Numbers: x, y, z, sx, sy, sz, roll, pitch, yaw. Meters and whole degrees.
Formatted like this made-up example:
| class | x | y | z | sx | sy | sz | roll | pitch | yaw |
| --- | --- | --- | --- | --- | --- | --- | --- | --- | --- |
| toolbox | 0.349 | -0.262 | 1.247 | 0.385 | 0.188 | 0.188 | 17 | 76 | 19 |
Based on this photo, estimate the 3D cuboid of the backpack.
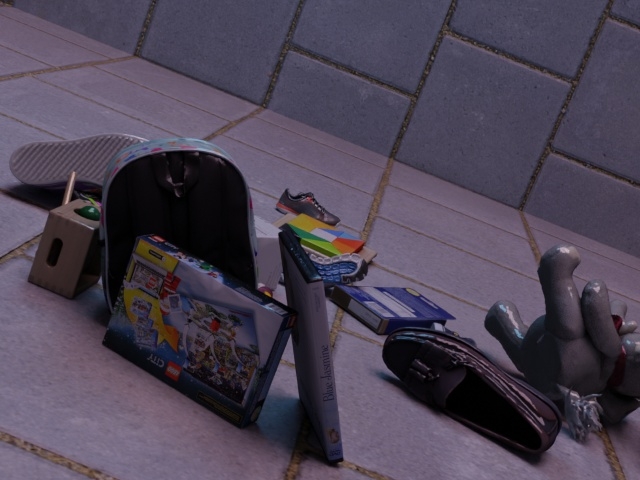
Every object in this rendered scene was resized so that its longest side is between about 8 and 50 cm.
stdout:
| class | x | y | z | sx | sy | sz | roll | pitch | yaw |
| --- | --- | --- | --- | --- | --- | --- | --- | --- | --- |
| backpack | -0.201 | -0.018 | 1.468 | 0.225 | 0.254 | 0.191 | -6 | 20 | -9 |

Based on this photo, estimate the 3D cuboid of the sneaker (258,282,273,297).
| class | x | y | z | sx | sy | sz | roll | pitch | yaw |
| --- | --- | --- | --- | --- | --- | --- | --- | --- | --- |
| sneaker | -0.095 | 0.125 | 1.591 | 0.083 | 0.070 | 0.185 | 31 | 22 | 6 |

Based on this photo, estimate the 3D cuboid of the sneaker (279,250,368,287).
| class | x | y | z | sx | sy | sz | roll | pitch | yaw |
| --- | --- | --- | --- | --- | --- | --- | --- | --- | --- |
| sneaker | -0.012 | 0.063 | 1.955 | 0.190 | 0.071 | 0.083 | 6 | -21 | -15 |

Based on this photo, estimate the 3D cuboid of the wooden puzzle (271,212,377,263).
| class | x | y | z | sx | sy | sz | roll | pitch | yaw |
| --- | --- | --- | --- | --- | --- | --- | --- | --- | --- |
| wooden puzzle | 0.000 | 0.000 | 2.215 | 0.220 | 0.044 | 0.238 | 24 | 14 | 11 |

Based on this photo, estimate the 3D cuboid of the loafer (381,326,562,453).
| class | x | y | z | sx | sy | sz | roll | pitch | yaw |
| --- | --- | --- | --- | --- | --- | --- | --- | --- | --- |
| loafer | 0.226 | 0.228 | 1.598 | 0.302 | 0.109 | 0.095 | 28 | 19 | 11 |

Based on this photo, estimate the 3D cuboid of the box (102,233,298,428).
| class | x | y | z | sx | sy | sz | roll | pitch | yaw |
| --- | --- | --- | --- | --- | --- | --- | --- | --- | --- |
| box | -0.158 | 0.112 | 1.335 | 0.233 | 0.159 | 0.044 | 28 | 17 | 21 |

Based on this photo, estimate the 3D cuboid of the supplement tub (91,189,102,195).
| class | x | y | z | sx | sy | sz | roll | pitch | yaw |
| --- | --- | --- | --- | --- | --- | --- | --- | --- | --- |
| supplement tub | -0.374 | -0.137 | 2.023 | 0.117 | 0.117 | 0.190 | 30 | 16 | 31 |

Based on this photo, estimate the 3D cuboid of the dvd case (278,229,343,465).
| class | x | y | z | sx | sy | sz | roll | pitch | yaw |
| --- | --- | --- | --- | --- | --- | --- | --- | --- | --- |
| dvd case | -0.014 | 0.132 | 1.330 | 0.022 | 0.253 | 0.180 | -11 | 22 | -11 |

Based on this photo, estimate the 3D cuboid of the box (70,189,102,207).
| class | x | y | z | sx | sy | sz | roll | pitch | yaw |
| --- | --- | --- | --- | --- | --- | --- | --- | --- | --- |
| box | -0.395 | -0.047 | 1.794 | 0.062 | 0.052 | 0.083 | 8 | 18 | -41 |

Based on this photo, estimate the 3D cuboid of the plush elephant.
| class | x | y | z | sx | sy | sz | roll | pitch | yaw |
| --- | --- | --- | --- | --- | --- | --- | --- | --- | --- |
| plush elephant | 0.493 | 0.187 | 1.833 | 0.255 | 0.272 | 0.330 | -1 | 52 | -25 |

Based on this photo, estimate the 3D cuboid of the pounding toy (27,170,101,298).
| class | x | y | z | sx | sy | sz | roll | pitch | yaw |
| --- | --- | --- | --- | --- | --- | --- | --- | --- | --- |
| pounding toy | -0.363 | -0.011 | 1.526 | 0.100 | 0.141 | 0.130 | 22 | 14 | 4 |

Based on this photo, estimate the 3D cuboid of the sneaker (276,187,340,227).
| class | x | y | z | sx | sy | sz | roll | pitch | yaw |
| --- | --- | --- | --- | --- | --- | --- | --- | --- | --- |
| sneaker | -0.021 | -0.076 | 2.421 | 0.157 | 0.065 | 0.061 | 19 | 14 | -11 |

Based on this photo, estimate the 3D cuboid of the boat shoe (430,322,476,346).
| class | x | y | z | sx | sy | sz | roll | pitch | yaw |
| --- | --- | --- | --- | --- | --- | --- | --- | --- | --- |
| boat shoe | 0.228 | 0.192 | 1.799 | 0.083 | 0.065 | 0.183 | 20 | 13 | 1 |

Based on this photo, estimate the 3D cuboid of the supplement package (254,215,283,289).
| class | x | y | z | sx | sy | sz | roll | pitch | yaw |
| --- | --- | --- | --- | --- | --- | --- | --- | --- | --- |
| supplement package | -0.150 | 0.018 | 1.804 | 0.105 | 0.105 | 0.179 | 32 | 18 | 34 |

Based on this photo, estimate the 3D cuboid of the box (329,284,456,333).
| class | x | y | z | sx | sy | sz | roll | pitch | yaw |
| --- | --- | --- | --- | --- | --- | --- | --- | --- | --- |
| box | 0.141 | 0.129 | 1.958 | 0.225 | 0.037 | 0.136 | 4 | 23 | -46 |

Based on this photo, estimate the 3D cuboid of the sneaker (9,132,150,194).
| class | x | y | z | sx | sy | sz | roll | pitch | yaw |
| --- | --- | --- | --- | --- | --- | --- | --- | --- | --- |
| sneaker | -0.396 | -0.130 | 1.869 | 0.282 | 0.102 | 0.161 | 4 | -8 | 0 |
